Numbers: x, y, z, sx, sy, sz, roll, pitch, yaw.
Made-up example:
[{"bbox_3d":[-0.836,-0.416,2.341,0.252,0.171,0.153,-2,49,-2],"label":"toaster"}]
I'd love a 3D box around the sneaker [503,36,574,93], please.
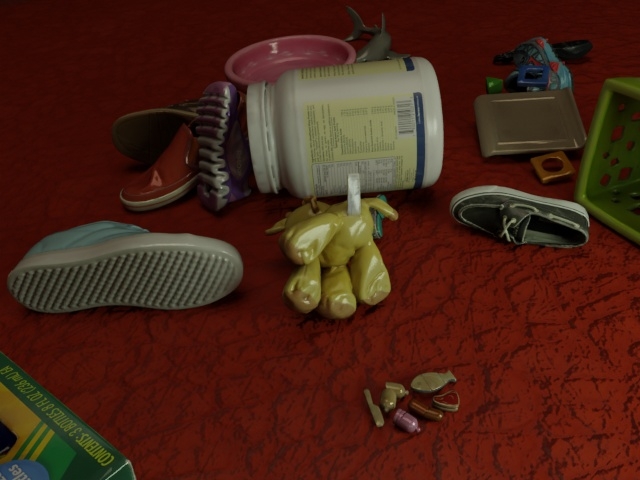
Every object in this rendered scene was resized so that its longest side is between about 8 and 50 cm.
[{"bbox_3d":[0.475,-0.386,1.421,0.125,0.104,0.262,-9,37,0],"label":"sneaker"}]

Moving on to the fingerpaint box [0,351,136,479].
[{"bbox_3d":[-0.458,0.266,0.608,0.444,0.163,0.371,23,38,34],"label":"fingerpaint box"}]

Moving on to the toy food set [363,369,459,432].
[{"bbox_3d":[0.118,0.202,0.765,0.122,0.019,0.078,-6,36,-12],"label":"toy food set"}]

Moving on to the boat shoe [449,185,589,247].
[{"bbox_3d":[0.316,-0.034,0.998,0.219,0.078,0.070,7,38,15],"label":"boat shoe"}]

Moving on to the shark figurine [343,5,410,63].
[{"bbox_3d":[0.153,-0.578,1.719,0.166,0.116,0.278,-6,39,-1],"label":"shark figurine"}]

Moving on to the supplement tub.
[{"bbox_3d":[0.043,-0.198,1.125,0.324,0.236,0.236,-5,37,2],"label":"supplement tub"}]

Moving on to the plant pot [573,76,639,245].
[{"bbox_3d":[0.570,-0.128,0.972,0.207,0.227,0.228,-15,36,-22],"label":"plant pot"}]

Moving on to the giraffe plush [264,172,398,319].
[{"bbox_3d":[0.000,0.000,0.943,0.181,0.211,0.170,12,2,-27],"label":"giraffe plush"}]

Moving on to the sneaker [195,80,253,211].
[{"bbox_3d":[-0.168,-0.174,1.153,0.104,0.237,0.095,-11,26,-36],"label":"sneaker"}]

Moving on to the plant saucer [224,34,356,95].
[{"bbox_3d":[-0.072,-0.423,1.570,0.331,0.084,0.332,-5,37,4],"label":"plant saucer"}]

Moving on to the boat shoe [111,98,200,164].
[{"bbox_3d":[-0.269,-0.243,1.340,0.341,0.124,0.123,-9,29,-9],"label":"boat shoe"}]

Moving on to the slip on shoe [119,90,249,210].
[{"bbox_3d":[-0.256,-0.177,1.217,0.331,0.101,0.123,-37,42,-8],"label":"slip on shoe"}]

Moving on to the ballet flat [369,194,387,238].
[{"bbox_3d":[0.090,-0.042,1.076,0.041,0.041,0.114,2,37,11],"label":"ballet flat"}]

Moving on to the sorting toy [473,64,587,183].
[{"bbox_3d":[0.416,-0.229,1.253,0.195,0.047,0.348,-5,50,10],"label":"sorting toy"}]

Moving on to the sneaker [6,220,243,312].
[{"bbox_3d":[-0.295,0.017,0.977,0.365,0.135,0.150,-2,40,5],"label":"sneaker"}]

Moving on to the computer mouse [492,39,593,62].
[{"bbox_3d":[0.562,-0.469,1.579,0.241,0.041,0.071,-5,28,14],"label":"computer mouse"}]
